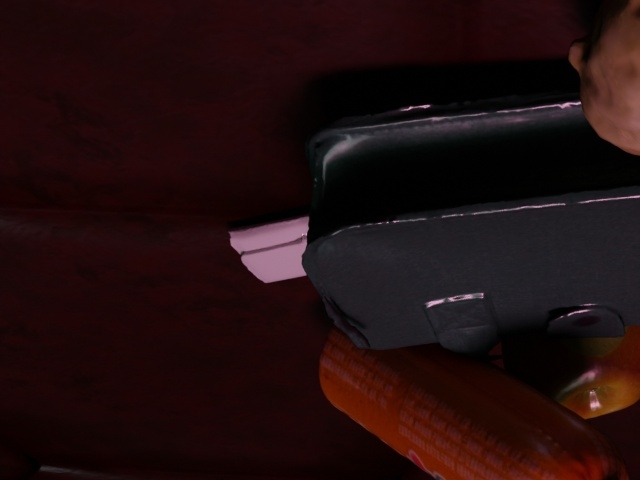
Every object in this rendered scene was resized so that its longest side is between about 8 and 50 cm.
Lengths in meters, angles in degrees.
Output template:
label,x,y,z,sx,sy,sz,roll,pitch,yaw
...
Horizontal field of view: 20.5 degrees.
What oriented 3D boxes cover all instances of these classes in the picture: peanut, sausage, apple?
label,x,y,z,sx,sy,sz,roll,pitch,yaw
peanut,0.226,-0.122,0.903,0.117,0.101,0.263,13,152,-35
sausage,0.112,0.133,1.223,0.093,0.093,0.312,29,-179,-36
apple,0.187,0.079,1.272,0.114,0.102,0.099,2,151,-3

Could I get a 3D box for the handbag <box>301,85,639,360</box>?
label,x,y,z,sx,sy,sz,roll,pitch,yaw
handbag,0.161,-0.004,1.120,0.326,0.089,0.238,-8,153,11

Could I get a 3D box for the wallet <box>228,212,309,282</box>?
label,x,y,z,sx,sy,sz,roll,pitch,yaw
wallet,0.000,0.000,1.247,0.122,0.025,0.061,-11,141,29
